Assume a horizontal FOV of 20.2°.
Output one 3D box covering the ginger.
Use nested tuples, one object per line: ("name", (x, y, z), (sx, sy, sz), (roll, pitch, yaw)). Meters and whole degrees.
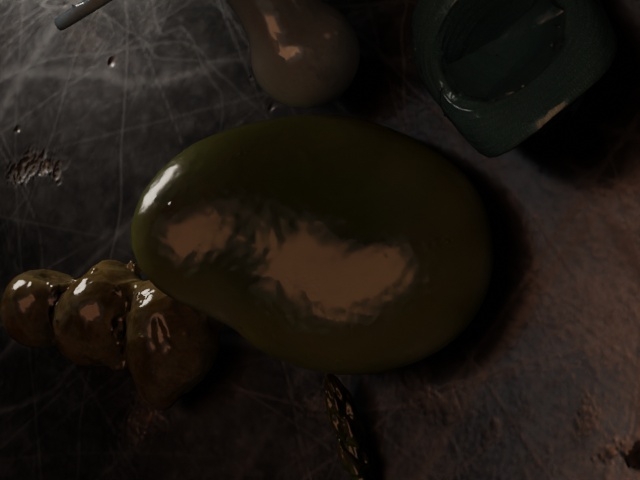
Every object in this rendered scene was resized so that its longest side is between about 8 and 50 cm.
("ginger", (-0.169, 0.064, 1.411), (0.204, 0.080, 0.104), (16, 95, 32))

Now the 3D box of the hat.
("hat", (0.139, -0.125, 1.247), (0.138, 0.078, 0.191), (-35, 46, 15))

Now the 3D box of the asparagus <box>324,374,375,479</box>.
("asparagus", (0.035, 0.209, 1.282), (0.027, 0.034, 0.236), (-25, 67, 36))

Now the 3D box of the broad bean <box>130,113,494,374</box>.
("broad bean", (0.000, 0.000, 1.298), (0.263, 0.121, 0.189), (13, 75, 16))

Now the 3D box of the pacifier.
("pacifier", (-0.053, -0.199, 1.339), (0.287, 0.238, 0.226), (-30, 97, -2))
